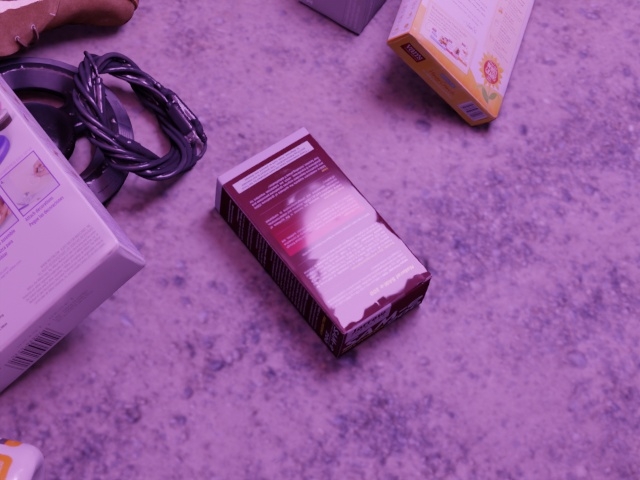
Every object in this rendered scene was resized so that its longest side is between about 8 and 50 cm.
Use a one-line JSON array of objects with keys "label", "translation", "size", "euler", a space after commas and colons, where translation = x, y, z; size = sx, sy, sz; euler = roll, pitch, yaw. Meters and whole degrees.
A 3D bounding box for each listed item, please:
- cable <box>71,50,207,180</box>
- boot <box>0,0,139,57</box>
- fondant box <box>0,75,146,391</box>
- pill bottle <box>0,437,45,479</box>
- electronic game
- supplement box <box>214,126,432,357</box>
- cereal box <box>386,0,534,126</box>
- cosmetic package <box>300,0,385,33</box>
[{"label": "cable", "translation": [-0.223, -0.144, 1.680], "size": [0.184, 0.047, 0.150], "euler": [49, 41, 2]}, {"label": "boot", "translation": [-0.356, -0.261, 1.706], "size": [0.305, 0.112, 0.115], "euler": [-1, 78, -32]}, {"label": "fondant box", "translation": [-0.379, -0.026, 1.547], "size": [0.238, 0.096, 0.330], "euler": [-41, 73, 2]}, {"label": "pill bottle", "translation": [-0.420, 0.253, 1.402], "size": [0.278, 0.162, 0.162], "euler": [11, 61, -1]}, {"label": "electronic game", "translation": [-0.330, -0.118, 1.679], "size": [0.229, 0.048, 0.229], "euler": [7, 58, -11]}, {"label": "supplement box", "translation": [0.000, 0.000, 1.645], "size": [0.130, 0.073, 0.239], "euler": [-32, 69, -21]}, {"label": "cereal box", "translation": [0.182, -0.286, 1.790], "size": [0.173, 0.047, 0.240], "euler": [40, 54, -30]}, {"label": "cosmetic package", "translation": [0.077, -0.394, 1.841], "size": [0.107, 0.127, 0.238], "euler": [29, 63, 9]}]
